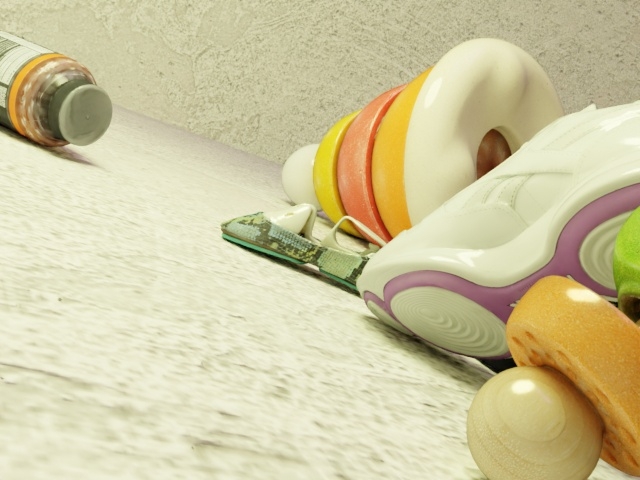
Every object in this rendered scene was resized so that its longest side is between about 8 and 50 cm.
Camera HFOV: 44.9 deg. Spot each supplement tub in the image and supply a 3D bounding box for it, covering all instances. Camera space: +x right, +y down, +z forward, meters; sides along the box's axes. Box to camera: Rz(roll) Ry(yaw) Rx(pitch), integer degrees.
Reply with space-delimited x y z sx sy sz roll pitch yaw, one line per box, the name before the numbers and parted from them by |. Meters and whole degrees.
supplement tub | -0.328 -0.170 0.888 0.198 0.106 0.106 26 8 30

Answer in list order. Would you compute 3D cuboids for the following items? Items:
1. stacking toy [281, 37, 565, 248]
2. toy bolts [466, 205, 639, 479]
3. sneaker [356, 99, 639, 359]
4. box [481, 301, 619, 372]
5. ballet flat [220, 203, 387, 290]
stacking toy | 0.102 -0.109 1.195 0.351 0.350 0.480 15 -7 -43
toy bolts | 0.188 0.109 0.316 0.218 0.158 0.228 54 -11 -15
sneaker | 0.154 -0.007 0.550 0.114 0.152 0.305 45 -41 -19
box | 0.248 0.061 0.651 0.207 0.153 0.108 19 6 -31
ballet flat | 0.000 0.000 0.733 0.189 0.070 0.070 22 7 4
